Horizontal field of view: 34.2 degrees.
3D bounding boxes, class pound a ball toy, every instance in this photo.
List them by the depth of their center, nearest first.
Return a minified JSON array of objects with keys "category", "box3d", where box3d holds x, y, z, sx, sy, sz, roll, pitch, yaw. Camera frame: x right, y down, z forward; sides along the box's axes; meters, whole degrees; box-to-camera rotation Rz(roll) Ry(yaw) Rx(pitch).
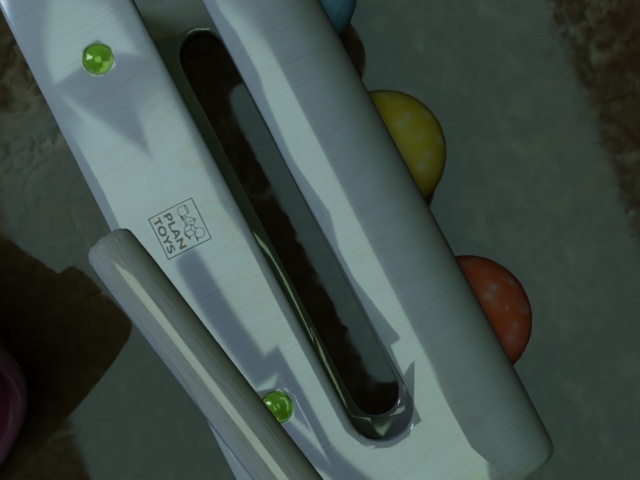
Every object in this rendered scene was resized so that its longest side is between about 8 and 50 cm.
[{"category":"pound a ball toy","box3d":[0.000,0.000,0.397,0.136,0.208,0.319,-28,85,-1]}]

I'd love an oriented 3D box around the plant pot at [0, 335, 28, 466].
[{"category":"plant pot","box3d":[-0.255,0.047,0.431,0.201,0.201,0.180,-43,70,1]}]
